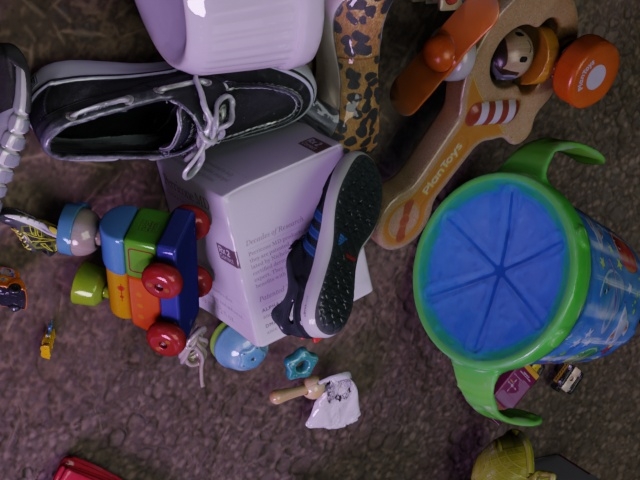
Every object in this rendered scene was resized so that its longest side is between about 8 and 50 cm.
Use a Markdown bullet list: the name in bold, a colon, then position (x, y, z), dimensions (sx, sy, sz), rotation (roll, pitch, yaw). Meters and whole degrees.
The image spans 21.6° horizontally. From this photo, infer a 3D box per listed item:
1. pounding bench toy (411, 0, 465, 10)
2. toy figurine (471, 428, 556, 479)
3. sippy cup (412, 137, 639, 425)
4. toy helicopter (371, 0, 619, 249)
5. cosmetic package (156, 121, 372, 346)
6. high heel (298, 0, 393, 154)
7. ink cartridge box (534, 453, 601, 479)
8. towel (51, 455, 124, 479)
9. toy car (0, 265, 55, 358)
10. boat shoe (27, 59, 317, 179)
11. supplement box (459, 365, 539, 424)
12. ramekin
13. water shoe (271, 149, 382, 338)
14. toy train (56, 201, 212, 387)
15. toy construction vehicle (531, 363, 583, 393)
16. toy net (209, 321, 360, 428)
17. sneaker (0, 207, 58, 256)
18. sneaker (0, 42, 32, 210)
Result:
- **pounding bench toy**: position (0.141, -0.302, 1.861), dimensions (0.052, 0.065, 0.083), rotation (-9, 112, -32)
- **toy figurine**: position (0.144, 0.417, 2.066), dimensions (0.217, 0.191, 0.362), rotation (5, 101, -10)
- **sippy cup**: position (0.267, 0.051, 1.998), dimensions (0.224, 0.240, 0.305), rotation (15, 124, -48)
- **toy helicopter**: position (0.159, -0.145, 1.870), dimensions (0.355, 0.140, 0.235), rotation (-54, 144, 4)
- **cosmetic package**: position (-0.058, -0.016, 1.777), dimensions (0.151, 0.151, 0.183), rotation (-26, 120, -24)
- **high heel**: position (0.060, -0.222, 1.821), dimensions (0.261, 0.093, 0.186), rotation (-50, 130, 1)
- **ink cartridge box**: position (0.297, 0.394, 2.194), dimensions (0.127, 0.128, 0.176), rotation (-8, 113, -33)
- **towel**: position (-0.279, 0.384, 1.854), dimensions (0.199, 0.031, 0.275), rotation (31, 90, -40)
- **toy car**: position (-0.314, 0.070, 1.718), dimensions (0.122, 0.060, 0.040), rotation (74, 18, -47)
- **boat shoe**: position (-0.138, -0.127, 1.674), dimensions (0.306, 0.105, 0.113), rotation (-1, 130, -26)
- **supplement box**: position (0.225, 0.182, 2.111), dimensions (0.083, 0.055, 0.043), rotation (-50, 126, -9)
- **ramekin**: position (-0.105, -0.279, 1.582), dimensions (0.127, 0.273, 0.273), rotation (-18, 118, -16)
- **water shoe**: position (0.000, 0.000, 1.685), dimensions (0.073, 0.080, 0.203), rotation (37, 60, -42)
- **toy train**: position (-0.193, 0.062, 1.735), dimensions (0.248, 0.143, 0.105), rotation (92, 15, -46)
- **toy construction vehicle**: position (0.304, 0.152, 2.172), dimensions (0.086, 0.035, 0.098), rotation (36, 83, -27)
- **toy net**: position (-0.019, 0.138, 1.922), dimensions (0.122, 0.045, 0.232), rotation (-46, 134, 5)
- **sneaker**: position (-0.293, -0.006, 1.693), dimensions (0.083, 0.031, 0.035), rotation (24, 93, -38)
- **sneaker**: position (-0.360, -0.083, 1.586), dimensions (0.132, 0.086, 0.228), rotation (8, 104, -34)
